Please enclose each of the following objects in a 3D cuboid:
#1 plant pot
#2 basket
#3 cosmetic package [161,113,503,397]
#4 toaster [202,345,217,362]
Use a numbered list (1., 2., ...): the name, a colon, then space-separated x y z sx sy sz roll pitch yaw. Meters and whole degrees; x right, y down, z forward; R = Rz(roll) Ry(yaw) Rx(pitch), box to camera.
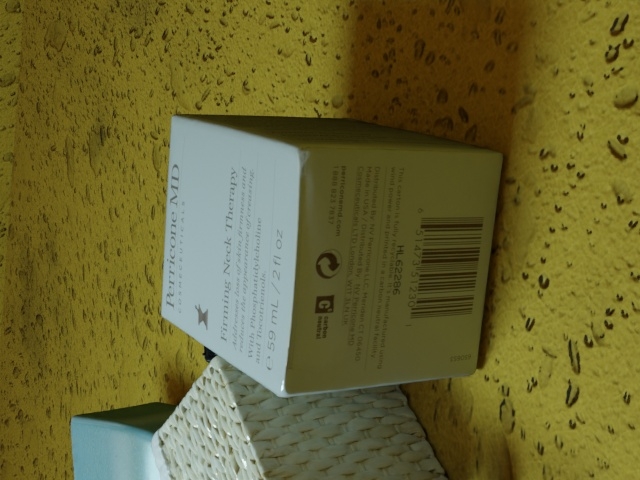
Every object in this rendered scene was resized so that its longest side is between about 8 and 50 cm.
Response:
1. plant pot: -0.334 0.472 2.165 0.252 0.247 0.247 -6 86 40
2. basket: -0.035 0.351 1.590 0.266 0.331 0.328 -59 44 38
3. cosmetic package: 0.000 0.000 1.512 0.394 0.327 0.329 21 110 56
4. toaster: -0.140 0.144 1.942 0.186 0.110 0.168 -6 87 58
